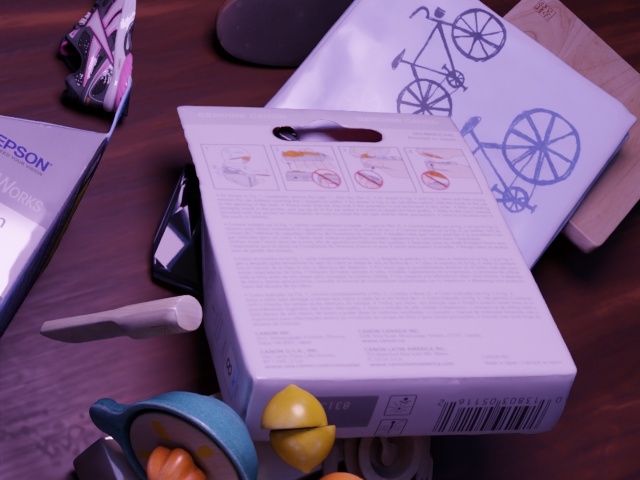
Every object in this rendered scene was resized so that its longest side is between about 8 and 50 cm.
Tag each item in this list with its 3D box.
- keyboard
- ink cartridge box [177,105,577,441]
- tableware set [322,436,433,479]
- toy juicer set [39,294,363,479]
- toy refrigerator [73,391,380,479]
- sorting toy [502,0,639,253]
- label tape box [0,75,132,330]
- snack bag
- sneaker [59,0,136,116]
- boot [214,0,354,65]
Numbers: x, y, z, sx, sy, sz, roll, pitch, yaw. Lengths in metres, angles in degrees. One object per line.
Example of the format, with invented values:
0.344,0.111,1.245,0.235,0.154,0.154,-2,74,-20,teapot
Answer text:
0.000,0.000,1.535,0.317,0.033,0.201,22,77,-3,keyboard
0.034,0.020,1.447,0.308,0.091,0.385,0,41,-19,ink cartridge box
0.064,0.247,1.405,0.128,0.039,0.194,-1,93,-35,tableware set
-0.091,0.164,1.228,0.329,0.209,0.089,46,50,-4,toy juicer set
-0.082,0.195,1.402,0.269,0.094,0.102,-19,78,-32,toy refrigerator
0.265,-0.129,1.758,0.255,0.089,0.257,43,53,4,sorting toy
-0.303,0.020,1.301,0.115,0.249,0.347,29,53,-7,label tape box
0.123,-0.113,1.621,0.342,0.037,0.323,37,72,1,snack bag
-0.234,-0.215,1.590,0.077,0.072,0.178,5,53,-10,sneaker
-0.004,-0.284,1.740,0.305,0.112,0.115,-21,42,-29,boot
